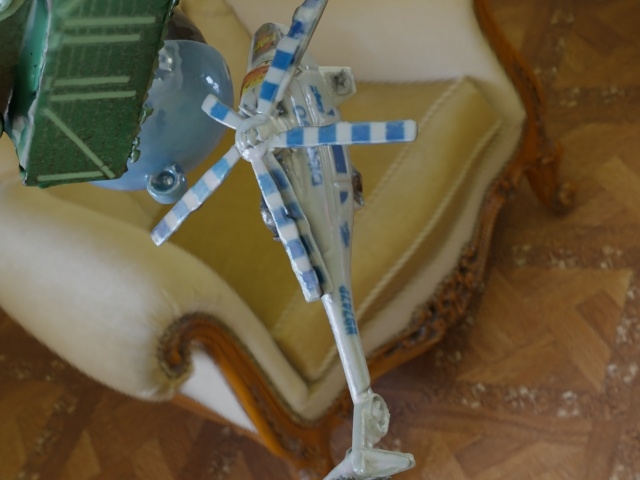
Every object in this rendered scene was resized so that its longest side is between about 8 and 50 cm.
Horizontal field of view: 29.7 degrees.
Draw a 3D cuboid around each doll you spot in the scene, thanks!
[{"bbox_3d":[-0.180,-0.161,1.121,0.177,0.141,0.314,-21,59,-1],"label":"doll"}]

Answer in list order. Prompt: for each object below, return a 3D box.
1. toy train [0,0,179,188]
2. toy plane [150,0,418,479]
[{"bbox_3d":[-0.160,-0.125,0.644,0.154,0.269,0.115,-7,57,-25],"label":"toy train"},{"bbox_3d":[0.010,-0.002,0.710,0.182,0.107,0.273,-38,75,22],"label":"toy plane"}]
